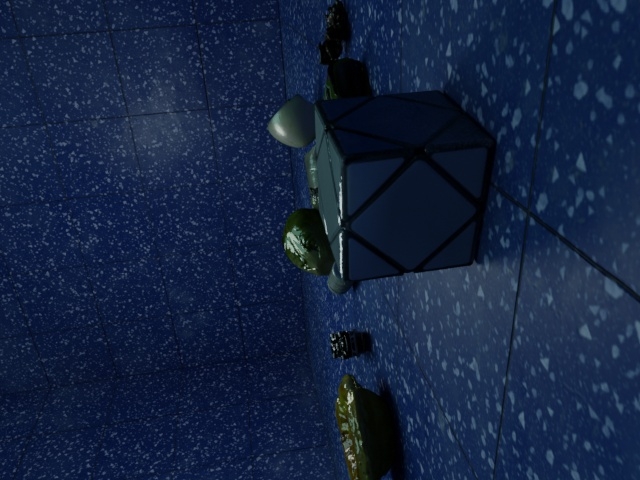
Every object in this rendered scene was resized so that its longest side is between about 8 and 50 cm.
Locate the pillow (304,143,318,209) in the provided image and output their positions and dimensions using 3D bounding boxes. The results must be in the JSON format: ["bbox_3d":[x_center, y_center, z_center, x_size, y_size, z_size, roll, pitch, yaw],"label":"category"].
[{"bbox_3d":[-0.011,-0.254,2.140,0.144,0.078,0.254,137,126,-70],"label":"pillow"}]

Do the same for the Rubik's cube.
[{"bbox_3d":[0.107,-0.086,0.797,0.205,0.204,0.208,-107,13,-53],"label":"Rubik's cube"}]

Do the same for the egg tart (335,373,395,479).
[{"bbox_3d":[0.131,0.546,1.532,0.341,0.132,0.342,172,90,-82],"label":"egg tart"}]

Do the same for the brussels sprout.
[{"bbox_3d":[-0.025,0.014,2.021,0.271,0.210,0.220,57,136,38],"label":"brussels sprout"}]

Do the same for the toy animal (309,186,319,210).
[{"bbox_3d":[0.004,-0.172,2.002,0.137,0.098,0.098,58,161,28],"label":"toy animal"}]

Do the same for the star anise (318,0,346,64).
[{"bbox_3d":[0.033,-0.542,1.444,0.234,0.073,0.177,-78,-4,-56],"label":"star anise"}]

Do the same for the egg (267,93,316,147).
[{"bbox_3d":[-0.085,-0.448,2.136,0.162,0.206,0.271,51,-179,2],"label":"egg"}]

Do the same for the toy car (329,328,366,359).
[{"bbox_3d":[0.097,0.332,1.735,0.210,0.108,0.090,128,136,-75],"label":"toy car"}]

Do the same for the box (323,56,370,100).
[{"bbox_3d":[0.057,-0.322,1.434,0.346,0.097,0.134,101,152,-69],"label":"box"}]

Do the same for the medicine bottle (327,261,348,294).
[{"bbox_3d":[0.072,0.118,1.780,0.183,0.086,0.086,104,158,-72],"label":"medicine bottle"}]
